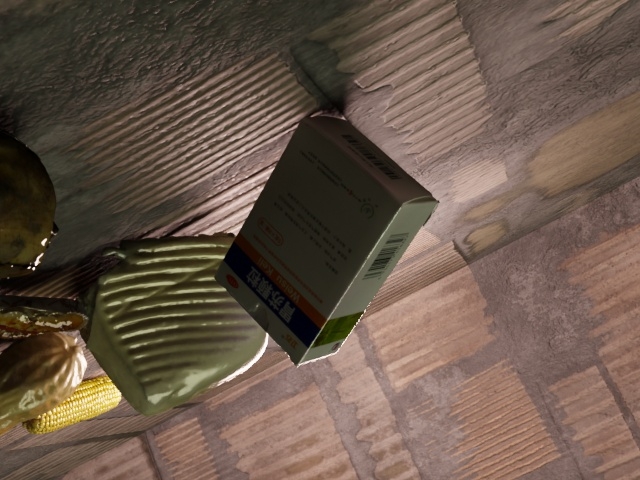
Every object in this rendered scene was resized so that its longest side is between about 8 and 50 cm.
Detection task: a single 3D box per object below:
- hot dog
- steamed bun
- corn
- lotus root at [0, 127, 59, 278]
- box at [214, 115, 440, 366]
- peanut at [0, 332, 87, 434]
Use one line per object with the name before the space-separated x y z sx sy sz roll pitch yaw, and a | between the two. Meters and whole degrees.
hot dog | -0.437 0.112 1.338 0.192 0.053 0.099 6 152 -29
steamed bun | -0.251 0.128 1.518 0.290 0.274 0.272 -17 180 -19
corn | -0.563 0.368 2.084 0.093 0.093 0.244 -37 165 37
lotus root | -0.352 -0.039 0.831 0.151 0.160 0.275 -3 168 10
box | 0.000 0.000 1.319 0.106 0.200 0.299 -8 136 -55
peanut | -0.548 0.264 1.572 0.313 0.149 0.149 -28 168 -19
